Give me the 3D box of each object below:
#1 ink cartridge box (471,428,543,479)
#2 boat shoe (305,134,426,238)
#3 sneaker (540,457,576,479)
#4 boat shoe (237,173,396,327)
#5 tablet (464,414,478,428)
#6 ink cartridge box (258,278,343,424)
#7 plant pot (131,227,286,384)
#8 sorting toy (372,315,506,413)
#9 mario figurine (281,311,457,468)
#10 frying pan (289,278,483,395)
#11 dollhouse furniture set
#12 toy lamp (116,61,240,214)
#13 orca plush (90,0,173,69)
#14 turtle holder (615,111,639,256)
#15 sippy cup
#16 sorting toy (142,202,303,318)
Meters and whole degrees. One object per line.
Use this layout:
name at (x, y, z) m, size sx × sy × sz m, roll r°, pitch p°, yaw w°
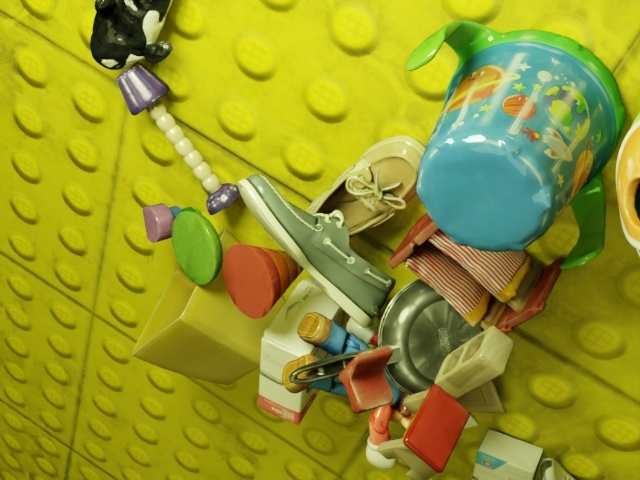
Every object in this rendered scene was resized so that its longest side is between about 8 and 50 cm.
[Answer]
ink cartridge box at (0.334, 0.436, 1.543) m, size 0.104 × 0.060 × 0.180 m, roll 18°, pitch 133°, yaw 20°
boat shoe at (0.061, -0.058, 1.295) m, size 0.104 × 0.089 × 0.285 m, roll 44°, pitch 136°, yaw -6°
sneaker at (0.447, 0.444, 1.479) m, size 0.082 × 0.071 × 0.191 m, roll -16°, pitch 124°, yaw 34°
boat shoe at (0.000, 0.000, 1.275) m, size 0.319 × 0.099 × 0.116 m, roll 48°, pitch 175°, yaw -28°
tablet at (0.244, 0.328, 1.554) m, size 0.083 × 0.006 × 0.054 m, roll -27°, pitch 107°, yaw 45°
ink cartridge box at (-0.035, 0.200, 1.509) m, size 0.092 × 0.159 × 0.218 m, roll 22°, pitch 139°, yaw 16°
plant pot at (-0.187, 0.144, 1.559) m, size 0.187 × 0.212 × 0.212 m, roll 36°, pitch 138°, yaw -17°
sorting toy at (0.159, 0.214, 1.498) m, size 0.307 × 0.041 × 0.229 m, roll -6°, pitch 123°, yaw 40°
mario figurine at (0.083, 0.245, 1.404) m, size 0.320 × 0.170 × 0.198 m, roll 29°, pitch 102°, yaw -22°
frying pan at (0.125, 0.143, 1.297) m, size 0.326 × 0.197 × 0.053 m, roll 10°, pitch 180°, yaw -22°
dollhouse furniture set at (0.170, 0.112, 1.163) m, size 0.201 × 0.374 × 0.152 m, roll 39°, pitch 141°, yaw -3°
toy lamp at (-0.237, -0.172, 1.411) m, size 0.080 × 0.080 × 0.275 m, roll -20°, pitch 115°, yaw 42°
orca plush at (-0.277, -0.341, 1.250) m, size 0.287 × 0.102 × 0.151 m, roll -15°, pitch 95°, yaw 41°
turtle holder at (0.482, -0.031, 0.939) m, size 0.320 × 0.227 × 0.243 m, roll 41°, pitch 136°, yaw -2°
sippy cup at (0.233, -0.109, 1.044) m, size 0.305 × 0.224 × 0.240 m, roll 25°, pitch 135°, yaw 13°
sorting toy at (-0.154, 0.008, 1.425) m, size 0.365 × 0.126 × 0.127 m, roll 26°, pitch 123°, yaw 42°
